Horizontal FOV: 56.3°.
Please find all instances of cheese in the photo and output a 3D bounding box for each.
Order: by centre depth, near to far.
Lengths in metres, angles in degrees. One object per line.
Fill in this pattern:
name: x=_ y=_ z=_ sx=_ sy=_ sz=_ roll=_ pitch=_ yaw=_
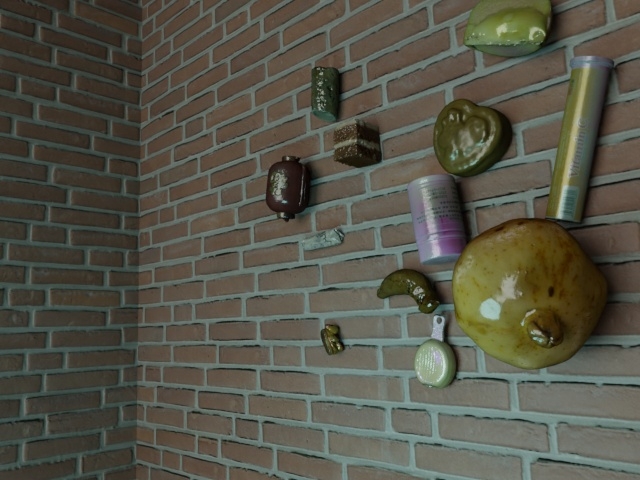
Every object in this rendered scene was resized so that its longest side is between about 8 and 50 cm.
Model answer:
cheese: x=0.359 y=0.342 z=1.854 sx=0.137 sy=0.064 sz=0.227 roll=6 pitch=91 yaw=42

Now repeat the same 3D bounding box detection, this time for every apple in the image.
apple: x=0.560 y=-0.629 z=1.731 sx=0.265 sy=0.120 sz=0.193 roll=15 pitch=83 yaw=42

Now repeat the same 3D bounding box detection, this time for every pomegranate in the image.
pomegranate: x=0.514 y=0.141 z=1.485 sx=0.410 sy=0.410 sz=0.409 roll=-7 pitch=80 yaw=45

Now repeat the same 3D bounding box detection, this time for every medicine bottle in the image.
medicine bottle: x=0.674 y=-0.260 z=1.577 sx=0.108 sy=0.108 sz=0.425 roll=14 pitch=96 yaw=45
medicine bottle: x=0.359 y=-0.061 z=1.838 sx=0.152 sy=0.152 sz=0.253 roll=-20 pitch=72 yaw=42

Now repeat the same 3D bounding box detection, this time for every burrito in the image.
burrito: x=0.000 y=-0.001 z=2.262 sx=0.203 sy=0.064 sz=0.064 roll=-15 pitch=75 yaw=43

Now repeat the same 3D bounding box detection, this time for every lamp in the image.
lamp: x=-0.122 y=-0.201 z=2.327 sx=0.180 sy=0.180 sz=0.257 roll=0 pitch=86 yaw=45

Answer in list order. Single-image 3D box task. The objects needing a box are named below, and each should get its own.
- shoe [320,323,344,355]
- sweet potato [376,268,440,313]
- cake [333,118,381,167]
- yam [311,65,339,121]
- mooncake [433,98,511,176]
shoe: x=0.042 y=0.362 z=2.173 sx=0.072 sy=0.069 sz=0.109 roll=106 pitch=150 yaw=-45
sweet potato: x=0.288 y=0.155 z=1.927 sx=0.310 sy=0.098 sz=0.124 roll=14 pitch=84 yaw=55
cake: x=0.131 y=-0.345 z=2.121 sx=0.135 sy=0.135 sz=0.147 roll=-5 pitch=77 yaw=46
yam: x=0.017 y=-0.555 z=2.277 sx=0.107 sy=0.107 sz=0.194 roll=-3 pitch=83 yaw=45
mooncake: x=0.443 y=-0.306 z=1.811 sx=0.235 sy=0.117 sz=0.234 roll=-7 pitch=79 yaw=42
